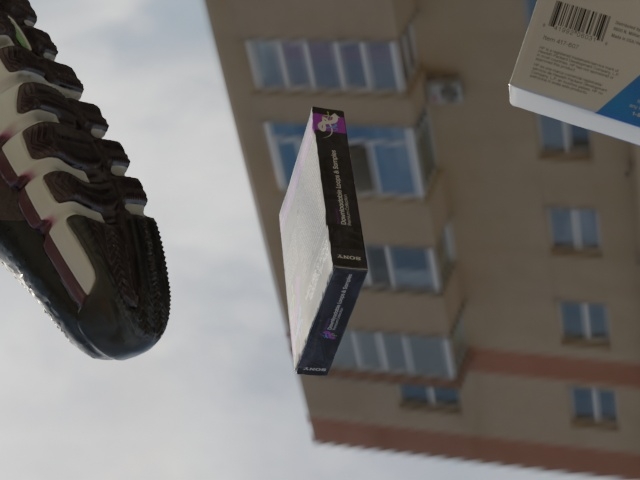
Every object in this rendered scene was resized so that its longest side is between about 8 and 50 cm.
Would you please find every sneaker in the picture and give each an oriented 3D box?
[{"bbox_3d":[-0.194,-0.037,0.772,0.162,0.106,0.281,-33,-106,12],"label":"sneaker"}]

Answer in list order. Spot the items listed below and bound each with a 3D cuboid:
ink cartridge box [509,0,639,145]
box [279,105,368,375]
[{"bbox_3d":[0.250,-0.188,1.258,0.148,0.086,0.203,19,-93,9],"label":"ink cartridge box"},{"bbox_3d":[0.000,0.000,1.143,0.029,0.116,0.162,7,-134,-12],"label":"box"}]
